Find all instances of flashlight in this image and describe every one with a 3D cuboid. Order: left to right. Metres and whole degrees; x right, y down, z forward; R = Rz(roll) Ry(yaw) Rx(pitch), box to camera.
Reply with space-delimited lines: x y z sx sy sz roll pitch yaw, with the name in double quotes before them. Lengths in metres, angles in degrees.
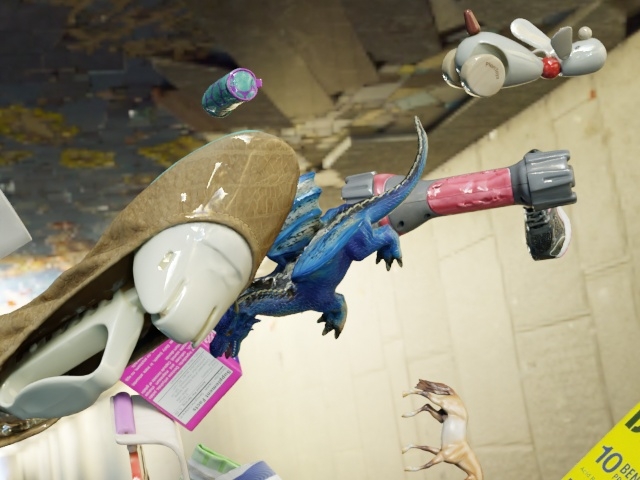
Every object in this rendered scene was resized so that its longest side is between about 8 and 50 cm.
"flashlight" 0.184 -0.061 1.339 0.103 0.304 0.103 64 -157 -46

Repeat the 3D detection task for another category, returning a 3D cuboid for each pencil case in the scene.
"pencil case" -0.174 -0.284 1.930 0.152 0.070 0.064 167 101 -64

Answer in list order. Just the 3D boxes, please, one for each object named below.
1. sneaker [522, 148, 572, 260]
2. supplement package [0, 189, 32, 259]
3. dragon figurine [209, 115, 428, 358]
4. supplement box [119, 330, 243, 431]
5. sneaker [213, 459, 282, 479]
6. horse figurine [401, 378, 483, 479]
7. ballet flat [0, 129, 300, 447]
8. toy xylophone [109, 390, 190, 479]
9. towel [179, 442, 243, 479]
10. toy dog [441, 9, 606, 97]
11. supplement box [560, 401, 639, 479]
"sneaker" 0.313 -0.054 1.455 0.072 0.077 0.178 -21 51 33
"supplement package" -0.658 -0.075 1.810 0.203 0.149 0.194 44 162 44
"dragon figurine" 0.000 0.000 0.889 0.085 0.289 0.144 43 -176 32
"supplement box" -0.223 0.134 1.331 0.114 0.220 0.111 -47 19 5
"sneaker" -0.162 0.503 1.583 0.182 0.315 0.127 57 171 -11
"horse figurine" 0.264 0.414 2.181 0.066 0.174 0.263 95 177 -58
"ballet flat" -0.148 0.053 0.762 0.116 0.342 0.124 48 -165 -33
"toy xylophone" -0.204 0.360 1.323 0.236 0.081 0.322 -134 33 -71
"towel" -0.186 0.424 1.695 0.023 0.113 0.152 -63 -2 -62
"toy dog" 0.389 -0.386 1.963 0.220 0.334 0.161 18 120 52
"supplement box" 0.499 0.309 1.283 0.356 0.195 0.194 -46 39 2
